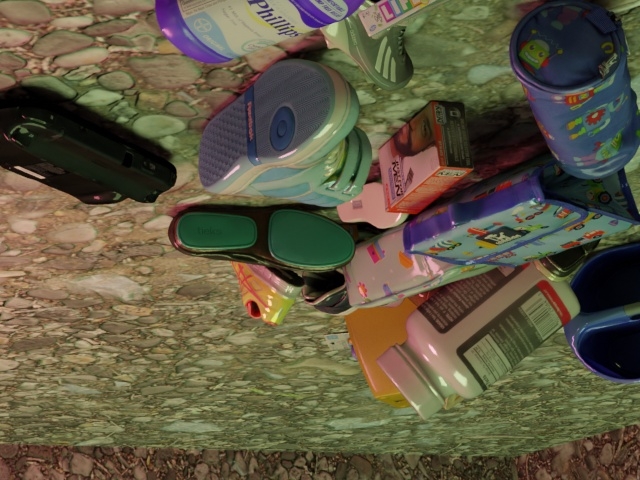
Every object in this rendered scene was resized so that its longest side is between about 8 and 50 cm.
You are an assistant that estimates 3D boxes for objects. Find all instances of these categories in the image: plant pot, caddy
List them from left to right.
[{"bbox_3d":[0.181,0.210,2.620,0.212,0.187,0.212,-12,161,20],"label":"plant pot"},{"bbox_3d":[0.596,0.121,2.391,0.341,0.241,0.179,-15,164,26],"label":"caddy"}]

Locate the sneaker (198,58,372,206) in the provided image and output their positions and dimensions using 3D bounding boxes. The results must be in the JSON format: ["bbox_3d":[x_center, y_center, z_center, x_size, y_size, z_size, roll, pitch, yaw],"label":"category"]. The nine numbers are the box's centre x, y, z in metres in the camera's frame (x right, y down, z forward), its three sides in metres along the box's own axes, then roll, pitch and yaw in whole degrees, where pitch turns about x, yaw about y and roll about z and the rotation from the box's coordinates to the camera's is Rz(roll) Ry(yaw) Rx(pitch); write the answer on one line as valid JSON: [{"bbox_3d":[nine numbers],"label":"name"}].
[{"bbox_3d":[0.006,-0.125,1.660,0.208,0.127,0.319,8,167,-29],"label":"sneaker"}]

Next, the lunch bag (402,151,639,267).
[{"bbox_3d":[0.259,-0.048,1.847,0.221,0.138,0.293,-21,170,37],"label":"lunch bag"}]

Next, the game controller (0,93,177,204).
[{"bbox_3d":[-0.323,-0.109,1.734,0.166,0.067,0.319,1,166,29],"label":"game controller"}]

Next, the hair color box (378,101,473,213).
[{"bbox_3d":[0.135,-0.106,1.798,0.053,0.093,0.167,2,160,-23],"label":"hair color box"}]

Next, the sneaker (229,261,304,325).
[{"bbox_3d":[-0.100,0.071,2.160,0.081,0.094,0.208,16,-170,-25],"label":"sneaker"}]

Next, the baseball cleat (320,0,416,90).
[{"bbox_3d":[0.074,-0.220,1.472,0.109,0.072,0.206,-22,160,24],"label":"baseball cleat"}]

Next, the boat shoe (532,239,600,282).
[{"bbox_3d":[0.383,-0.017,2.059,0.073,0.080,0.223,-47,177,39],"label":"boat shoe"}]

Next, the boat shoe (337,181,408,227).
[{"bbox_3d":[0.088,-0.050,1.956,0.063,0.066,0.184,-9,179,-25],"label":"boat shoe"}]

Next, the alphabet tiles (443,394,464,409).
[{"bbox_3d":[0.284,0.182,2.471,0.278,0.021,0.284,-28,142,-31],"label":"alphabet tiles"}]

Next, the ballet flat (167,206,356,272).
[{"bbox_3d":[-0.089,-0.005,2.063,0.280,0.095,0.096,8,169,-9],"label":"ballet flat"}]

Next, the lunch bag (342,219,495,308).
[{"bbox_3d":[0.176,0.019,2.124,0.224,0.108,0.279,-15,175,-41],"label":"lunch bag"}]

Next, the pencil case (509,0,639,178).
[{"bbox_3d":[0.307,-0.175,1.600,0.133,0.119,0.306,-30,157,7],"label":"pencil case"}]

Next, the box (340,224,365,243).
[{"bbox_3d":[0.000,0.000,2.187,0.136,0.028,0.081,-3,162,-16],"label":"box"}]

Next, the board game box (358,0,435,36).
[{"bbox_3d":[0.120,-0.249,1.343,0.103,0.026,0.154,-24,-174,43],"label":"board game box"}]

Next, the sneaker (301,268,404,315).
[{"bbox_3d":[0.012,0.077,2.298,0.163,0.086,0.226,6,169,-36],"label":"sneaker"}]

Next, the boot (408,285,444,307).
[{"bbox_3d":[0.252,0.091,2.476,0.115,0.112,0.305,20,-174,38],"label":"boot"}]

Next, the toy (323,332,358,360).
[{"bbox_3d":[0.133,0.225,2.860,0.237,0.056,0.137,-7,160,5],"label":"toy"}]

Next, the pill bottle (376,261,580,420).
[{"bbox_3d":[0.253,0.147,2.255,0.318,0.176,0.176,-39,160,-2],"label":"pill bottle"}]

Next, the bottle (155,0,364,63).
[{"bbox_3d":[-0.018,-0.252,1.307,0.282,0.092,0.118,-15,158,26],"label":"bottle"}]
